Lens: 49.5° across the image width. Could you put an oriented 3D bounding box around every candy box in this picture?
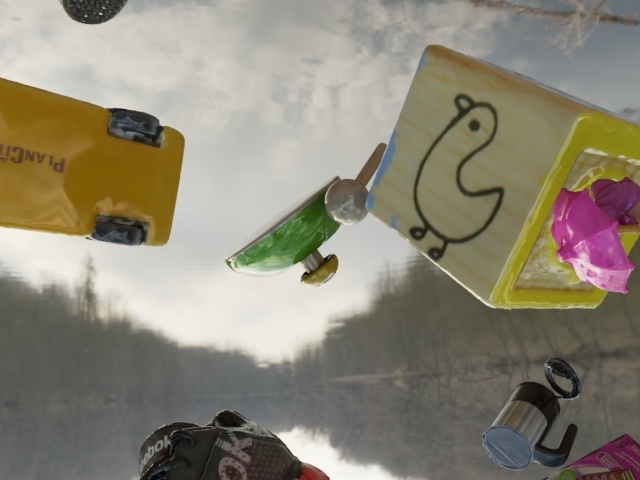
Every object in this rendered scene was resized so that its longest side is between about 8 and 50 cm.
[{"bbox_3d":[0.435,0.421,1.090,0.233,0.071,0.159,-29,-162,-2],"label":"candy box"}]

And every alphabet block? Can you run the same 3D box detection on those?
[{"bbox_3d":[0.195,-0.061,0.694,0.193,0.193,0.197,2,-154,-38],"label":"alphabet block"}]

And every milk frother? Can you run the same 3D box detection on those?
[{"bbox_3d":[0.344,0.275,1.118,0.129,0.143,0.134,4,-156,36],"label":"milk frother"}]

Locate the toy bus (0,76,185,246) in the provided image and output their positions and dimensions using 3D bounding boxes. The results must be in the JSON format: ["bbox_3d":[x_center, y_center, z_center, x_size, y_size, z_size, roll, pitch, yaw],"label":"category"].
[{"bbox_3d":[-0.266,-0.066,0.507,0.130,0.108,0.332,6,178,42],"label":"toy bus"}]

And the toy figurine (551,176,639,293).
[{"bbox_3d":[0.248,-0.018,0.494,0.159,0.173,0.130,4,132,22],"label":"toy figurine"}]

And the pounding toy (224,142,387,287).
[{"bbox_3d":[0.000,0.000,0.879,0.236,0.110,0.183,-32,-172,31],"label":"pounding toy"}]

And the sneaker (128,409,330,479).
[{"bbox_3d":[-0.087,0.194,0.437,0.097,0.135,0.276,-44,176,21],"label":"sneaker"}]

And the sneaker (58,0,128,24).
[{"bbox_3d":[-0.134,-0.242,0.487,0.188,0.071,0.066,-40,153,24],"label":"sneaker"}]
